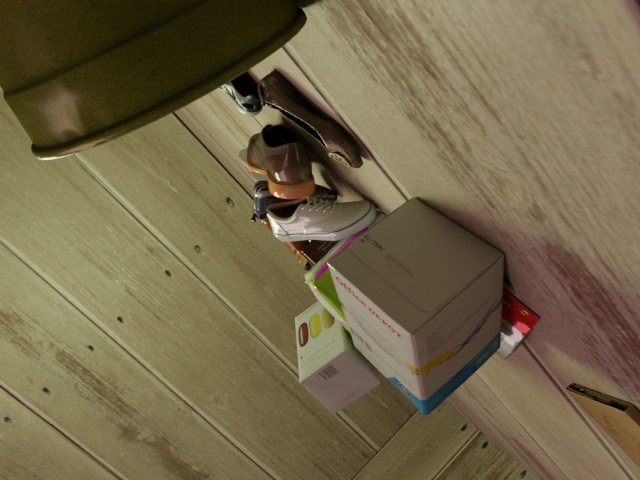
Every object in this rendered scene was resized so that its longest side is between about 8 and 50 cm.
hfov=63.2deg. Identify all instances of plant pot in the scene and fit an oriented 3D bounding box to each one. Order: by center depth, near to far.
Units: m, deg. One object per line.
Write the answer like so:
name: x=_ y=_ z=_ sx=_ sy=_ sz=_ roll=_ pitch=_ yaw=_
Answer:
plant pot: x=-0.252 y=-0.335 z=0.560 sx=0.366 sy=0.366 sz=0.353 roll=35 pitch=156 yaw=57

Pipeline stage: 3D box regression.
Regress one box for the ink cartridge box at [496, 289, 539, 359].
ink cartridge box: x=0.302 y=0.128 z=0.972 sx=0.181 sy=0.056 sz=0.224 roll=43 pitch=174 yaw=23

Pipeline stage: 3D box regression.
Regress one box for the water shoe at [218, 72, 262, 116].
water shoe: x=-0.196 y=-0.359 z=1.120 sx=0.203 sy=0.073 sz=0.080 roll=41 pitch=151 yaw=3

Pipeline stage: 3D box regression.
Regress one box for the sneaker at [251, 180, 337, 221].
sneaker: x=-0.066 y=-0.089 z=1.264 sx=0.224 sy=0.098 sz=0.083 roll=1 pitch=-156 yaw=-30

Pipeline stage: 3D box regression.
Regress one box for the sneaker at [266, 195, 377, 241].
sneaker: x=-0.007 y=-0.055 z=1.137 sx=0.258 sy=0.094 sz=0.091 roll=-10 pitch=132 yaw=26

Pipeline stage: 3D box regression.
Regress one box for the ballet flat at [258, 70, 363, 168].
ballet flat: x=-0.024 y=-0.207 z=0.932 sx=0.250 sy=0.058 sz=0.084 roll=44 pitch=174 yaw=11

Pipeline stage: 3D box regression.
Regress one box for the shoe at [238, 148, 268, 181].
shoe: x=-0.225 y=-0.251 z=1.870 sx=0.178 sy=0.063 sz=0.081 roll=49 pitch=176 yaw=22

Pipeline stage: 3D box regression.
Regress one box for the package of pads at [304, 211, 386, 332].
package of pads: x=0.133 y=0.116 z=1.162 sx=0.296 sy=0.229 sz=0.101 roll=48 pitch=173 yaw=-18

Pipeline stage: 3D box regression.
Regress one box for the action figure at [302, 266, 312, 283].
action figure: x=0.000 y=0.000 z=1.660 sx=0.164 sy=0.141 sz=0.275 roll=-73 pitch=-17 yaw=-69

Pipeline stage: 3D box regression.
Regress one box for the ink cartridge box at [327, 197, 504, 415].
ink cartridge box: x=0.167 y=0.113 z=0.880 sx=0.198 sy=0.197 sz=0.270 roll=40 pitch=159 yaw=39

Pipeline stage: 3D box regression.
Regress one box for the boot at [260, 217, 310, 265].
boot: x=-0.076 y=-0.005 z=1.403 sx=0.152 sy=0.073 sz=0.197 roll=57 pitch=-166 yaw=16

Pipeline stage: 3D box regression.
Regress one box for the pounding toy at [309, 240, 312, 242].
pounding toy: x=0.017 y=-0.028 z=1.422 sx=0.100 sy=0.130 sz=0.141 roll=40 pitch=170 yaw=41

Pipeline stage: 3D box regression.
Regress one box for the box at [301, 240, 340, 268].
box: x=0.084 y=0.056 z=1.345 sx=0.167 sy=0.168 sz=0.203 roll=42 pitch=172 yaw=25

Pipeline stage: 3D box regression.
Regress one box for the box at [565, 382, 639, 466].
box: x=0.539 y=0.337 z=0.891 sx=0.201 sy=0.021 sz=0.164 roll=47 pitch=173 yaw=-1

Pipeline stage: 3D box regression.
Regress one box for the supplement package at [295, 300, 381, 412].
supplement package: x=0.034 y=0.260 z=1.257 sx=0.134 sy=0.139 sz=0.244 roll=46 pitch=-166 yaw=-24

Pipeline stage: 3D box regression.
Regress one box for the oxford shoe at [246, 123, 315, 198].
oxford shoe: x=-0.096 y=-0.217 z=1.219 sx=0.363 sy=0.130 sz=0.132 roll=-133 pitch=35 yaw=-57
